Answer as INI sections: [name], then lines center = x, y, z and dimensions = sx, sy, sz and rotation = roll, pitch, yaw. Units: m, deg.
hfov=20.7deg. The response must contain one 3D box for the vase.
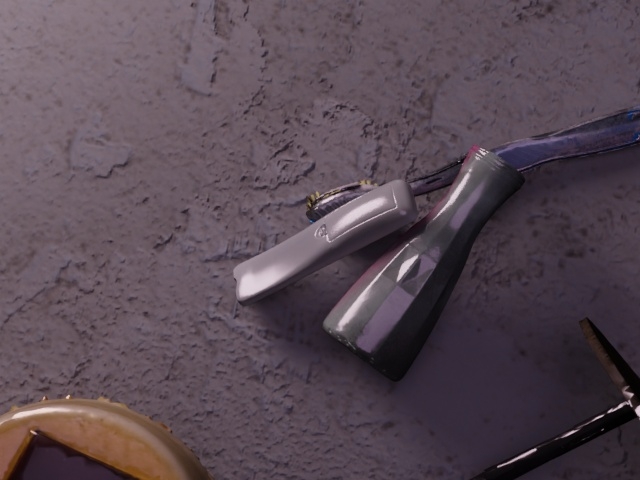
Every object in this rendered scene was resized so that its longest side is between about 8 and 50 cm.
[vase]
center = 0.096, 0.016, 1.541
dimensions = 0.086, 0.086, 0.214
rotation = 36, 89, 8

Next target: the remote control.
[remote control]
center = 0.000, 0.000, 1.554
dimensions = 0.184, 0.027, 0.050
rotation = -28, 42, 16

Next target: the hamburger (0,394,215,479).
[hamburger]
center = -0.211, 0.275, 1.473
dimensions = 0.302, 0.170, 0.302
rotation = -1, 75, 4

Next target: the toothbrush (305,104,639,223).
[toothbrush]
center = 0.186, -0.079, 1.593
dimensions = 0.413, 0.042, 0.035
rotation = -15, 115, -1

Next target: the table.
[table]
center = 0.232, 0.280, 1.439
dimensions = 0.249, 0.317, 0.317
rotation = -39, 80, 8
